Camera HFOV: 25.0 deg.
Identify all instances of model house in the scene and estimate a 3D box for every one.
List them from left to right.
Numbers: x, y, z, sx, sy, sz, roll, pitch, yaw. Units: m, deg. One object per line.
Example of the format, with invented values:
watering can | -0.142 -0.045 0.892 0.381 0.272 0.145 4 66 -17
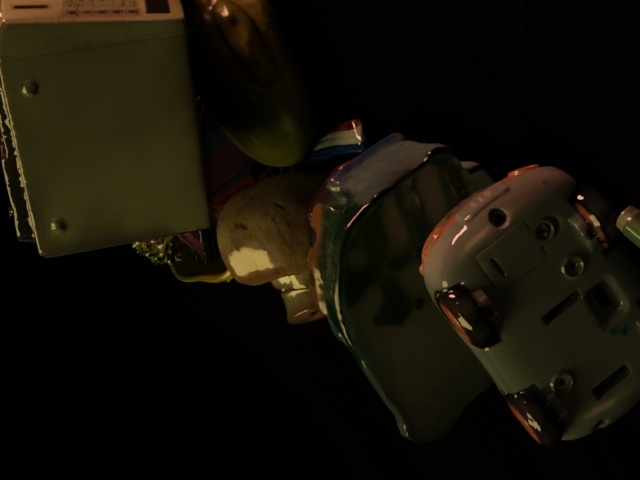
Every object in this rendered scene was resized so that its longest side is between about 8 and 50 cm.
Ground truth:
model house | 0.080 0.023 1.743 0.295 0.251 0.329 55 172 -24

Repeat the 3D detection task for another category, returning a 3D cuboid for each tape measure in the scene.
tape measure | -0.150 -0.100 2.125 0.245 0.231 0.149 58 166 -26

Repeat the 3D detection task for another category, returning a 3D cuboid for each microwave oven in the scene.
microwave oven | -0.293 -0.217 1.811 0.394 0.247 0.333 -111 15 -58

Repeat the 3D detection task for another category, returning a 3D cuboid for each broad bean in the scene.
broad bean | -0.096 -0.217 1.869 0.238 0.119 0.291 44 165 35

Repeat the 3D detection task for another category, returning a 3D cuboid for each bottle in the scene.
bottle | 0.314 0.001 1.348 0.083 0.030 0.030 43 165 28

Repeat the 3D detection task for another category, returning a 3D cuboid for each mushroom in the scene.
mushroom | 0.000 0.000 1.948 0.189 0.253 0.195 -21 78 38

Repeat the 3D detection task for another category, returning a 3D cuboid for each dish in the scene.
dish | -0.161 -0.022 2.573 0.108 0.221 0.262 10 -177 -36

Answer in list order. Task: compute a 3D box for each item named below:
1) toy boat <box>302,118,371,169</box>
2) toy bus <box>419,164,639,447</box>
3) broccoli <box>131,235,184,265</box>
toy boat | 0.026 -0.121 1.875 0.229 0.080 0.046 158 107 -78
toy bus | 0.224 0.055 1.494 0.288 0.194 0.232 53 179 -17
broccoli | -0.209 -0.056 2.421 0.361 0.252 0.221 38 179 43
